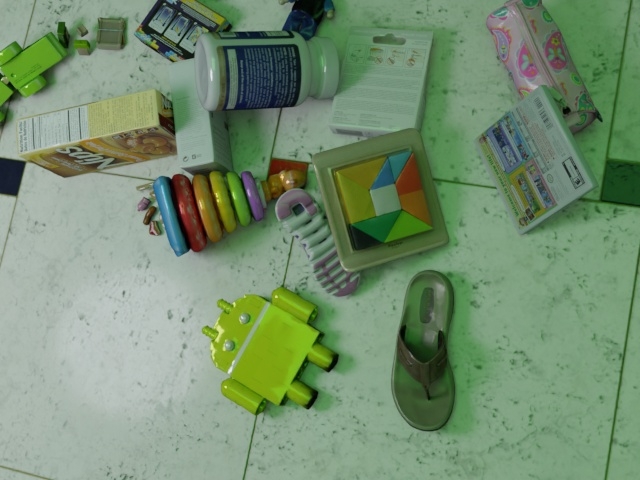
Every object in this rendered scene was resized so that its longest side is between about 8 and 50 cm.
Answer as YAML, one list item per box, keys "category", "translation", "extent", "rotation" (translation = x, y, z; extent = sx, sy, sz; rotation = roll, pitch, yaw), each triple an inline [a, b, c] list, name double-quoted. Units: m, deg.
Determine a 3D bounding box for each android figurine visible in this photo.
- category: "android figurine"
  translation: [-0.107, 0.212, 1.697]
  extent: [0.273, 0.056, 0.248]
  rotation: [30, 89, 16]

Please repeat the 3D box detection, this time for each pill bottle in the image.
- category: "pill bottle"
  translation: [-0.107, -0.338, 1.702]
  extent: [0.265, 0.153, 0.153]
  rotation: [-6, 76, -18]

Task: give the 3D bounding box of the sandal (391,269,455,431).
- category: "sandal"
  translation: [0.188, 0.202, 1.602]
  extent: [0.120, 0.086, 0.302]
  rotation: [-1, 79, 15]

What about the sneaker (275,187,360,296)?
- category: "sneaker"
  translation: [0.000, 0.000, 1.692]
  extent: [0.095, 0.104, 0.236]
  rotation: [-32, 96, 3]

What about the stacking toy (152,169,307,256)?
- category: "stacking toy"
  translation: [-0.171, -0.084, 1.735]
  extent: [0.302, 0.175, 0.165]
  rotation: [-16, 95, -5]

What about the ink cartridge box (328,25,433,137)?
- category: "ink cartridge box"
  translation: [0.127, -0.318, 1.741]
  extent: [0.181, 0.056, 0.224]
  rotation: [8, 76, 16]

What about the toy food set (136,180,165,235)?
- category: "toy food set"
  translation: [-0.354, -0.062, 1.834]
  extent: [0.078, 0.019, 0.122]
  rotation: [-14, 84, 12]

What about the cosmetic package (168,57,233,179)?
- category: "cosmetic package"
  translation: [-0.248, -0.252, 1.790]
  extent: [0.086, 0.117, 0.231]
  rotation: [-10, 79, 12]

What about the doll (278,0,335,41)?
- category: "doll"
  translation: [-0.033, -0.482, 1.813]
  extent: [0.129, 0.046, 0.189]
  rotation: [26, 87, 17]

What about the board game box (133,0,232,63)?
- category: "board game box"
  translation: [-0.302, -0.460, 1.879]
  extent: [0.170, 0.048, 0.141]
  rotation: [35, 88, 18]

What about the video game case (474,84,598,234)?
- category: "video game case"
  translation: [0.392, -0.146, 1.585]
  extent: [0.193, 0.023, 0.212]
  rotation: [-41, 66, 49]

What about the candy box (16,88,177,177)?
- category: "candy box"
  translation: [-0.448, -0.220, 1.801]
  extent: [0.317, 0.183, 0.087]
  rotation: [-11, 76, 13]

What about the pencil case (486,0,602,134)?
- category: "pencil case"
  translation: [0.420, -0.325, 1.625]
  extent: [0.124, 0.124, 0.284]
  rotation: [-23, 74, 10]

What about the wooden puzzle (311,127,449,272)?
- category: "wooden puzzle"
  translation: [0.117, -0.079, 1.635]
  extent: [0.221, 0.044, 0.238]
  rotation: [-16, 89, -10]

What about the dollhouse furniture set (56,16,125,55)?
- category: "dollhouse furniture set"
  translation: [-0.517, -0.461, 1.949]
  extent: [0.152, 0.058, 0.076]
  rotation: [1, 72, -4]

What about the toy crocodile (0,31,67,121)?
- category: "toy crocodile"
  translation: [-0.726, -0.352, 1.948]
  extent: [0.341, 0.105, 0.115]
  rotation: [-38, 114, 4]
